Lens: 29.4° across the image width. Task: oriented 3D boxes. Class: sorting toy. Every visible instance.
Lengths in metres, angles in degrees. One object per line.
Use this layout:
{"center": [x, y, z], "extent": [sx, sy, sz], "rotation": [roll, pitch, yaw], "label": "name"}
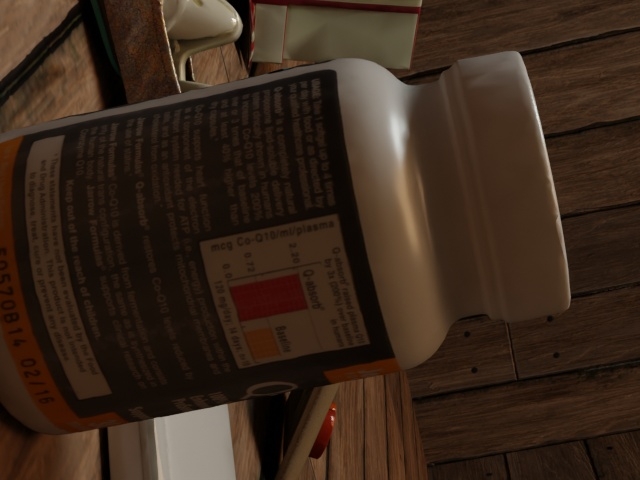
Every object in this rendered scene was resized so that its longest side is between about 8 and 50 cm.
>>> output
{"center": [0.025, 0.097, 1.270], "extent": [0.229, 0.041, 0.307], "rotation": [-79, -169, -69], "label": "sorting toy"}

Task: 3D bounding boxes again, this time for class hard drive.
{"center": [-0.088, 0.204, 0.793], "extent": [0.203, 0.040, 0.307], "rotation": [65, 14, -65], "label": "hard drive"}

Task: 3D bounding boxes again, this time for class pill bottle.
{"center": [-0.026, -0.002, 0.614], "extent": [0.162, 0.278, 0.162], "rotation": [-11, 90, -83], "label": "pill bottle"}

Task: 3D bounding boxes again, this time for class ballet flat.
{"center": [-0.103, -0.120, 0.918], "extent": [0.107, 0.106, 0.316], "rotation": [-31, 109, -83], "label": "ballet flat"}

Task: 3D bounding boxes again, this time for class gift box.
{"center": [0.001, -0.361, 1.652], "extent": [0.255, 0.258, 0.276], "rotation": [-94, -170, -60], "label": "gift box"}

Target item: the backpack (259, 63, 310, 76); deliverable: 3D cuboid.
{"center": [-0.026, -0.095, 1.269], "extent": [0.188, 0.166, 0.144], "rotation": [-93, 166, -46], "label": "backpack"}
